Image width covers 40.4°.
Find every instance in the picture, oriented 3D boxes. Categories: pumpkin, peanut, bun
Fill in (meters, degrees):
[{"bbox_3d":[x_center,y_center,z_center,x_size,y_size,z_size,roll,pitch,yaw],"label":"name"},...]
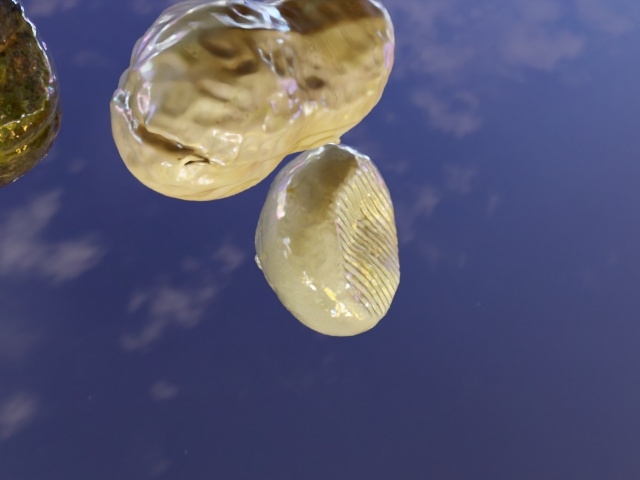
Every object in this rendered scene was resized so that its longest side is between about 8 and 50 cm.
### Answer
[{"bbox_3d":[-0.334,-0.163,0.724,0.260,0.260,0.189,28,-125,-2],"label":"pumpkin"},{"bbox_3d":[-0.040,-0.132,0.685,0.149,0.149,0.313,44,-135,14],"label":"peanut"},{"bbox_3d":[0.000,0.000,0.924,0.127,0.222,0.222,-7,-141,21],"label":"bun"}]
